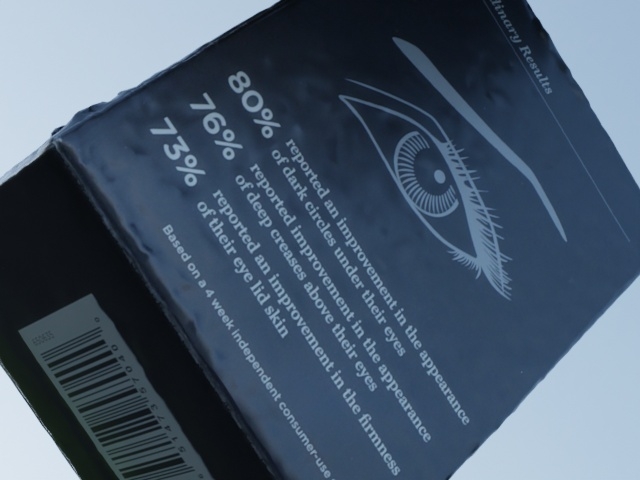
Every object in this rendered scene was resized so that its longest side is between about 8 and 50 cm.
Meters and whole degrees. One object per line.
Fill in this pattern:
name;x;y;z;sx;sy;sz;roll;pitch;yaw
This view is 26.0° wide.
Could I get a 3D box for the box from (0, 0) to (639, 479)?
box;0.000;0.000;0.476;0.108;0.207;0.153;-25;-81;50
